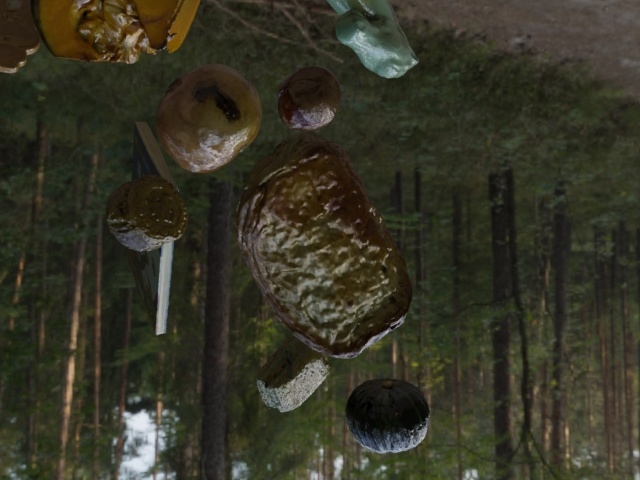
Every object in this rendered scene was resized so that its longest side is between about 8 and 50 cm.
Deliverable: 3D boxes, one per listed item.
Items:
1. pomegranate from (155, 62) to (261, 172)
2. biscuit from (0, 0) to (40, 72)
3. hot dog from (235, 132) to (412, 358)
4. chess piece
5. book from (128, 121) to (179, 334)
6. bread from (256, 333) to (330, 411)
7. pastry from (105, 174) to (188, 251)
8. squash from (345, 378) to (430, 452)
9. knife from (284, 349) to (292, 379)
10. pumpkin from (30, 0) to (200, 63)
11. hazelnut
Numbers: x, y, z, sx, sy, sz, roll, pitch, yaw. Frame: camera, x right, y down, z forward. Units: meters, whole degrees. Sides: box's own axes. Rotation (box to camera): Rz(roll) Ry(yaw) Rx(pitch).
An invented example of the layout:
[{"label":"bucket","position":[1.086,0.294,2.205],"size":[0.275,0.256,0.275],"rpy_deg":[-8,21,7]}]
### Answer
[{"label":"pomegranate","position":[-0.318,-0.352,1.812],"size":[0.322,0.322,0.322],"rpy_deg":[-1,178,0]},{"label":"biscuit","position":[-0.748,-0.503,1.517],"size":[0.143,0.236,0.040],"rpy_deg":[4,151,-19]},{"label":"hot dog","position":[0.000,0.001,0.737],"size":[0.175,0.259,0.114],"rpy_deg":[-32,-159,-13]},{"label":"chess piece","position":[0.065,-0.417,1.083],"size":[0.175,0.298,0.176],"rpy_deg":[-20,175,-2]},{"label":"book","position":[-0.406,-0.026,1.509],"size":[0.039,0.428,0.300],"rpy_deg":[-6,-141,-27]},{"label":"bread","position":[-0.076,0.367,1.733],"size":[0.102,0.138,0.196],"rpy_deg":[18,-129,44]},{"label":"pastry","position":[-0.230,-0.035,0.840],"size":[0.057,0.097,0.109],"rpy_deg":[-18,170,36]},{"label":"squash","position":[0.169,0.439,1.593],"size":[0.218,0.173,0.218],"rpy_deg":[1,176,0]},{"label":"knife","position":[-0.071,0.281,1.434],"size":[0.010,0.023,0.170],"rpy_deg":[-42,-169,3]},{"label":"pumpkin","position":[-0.374,-0.465,1.194],"size":[0.303,0.257,0.225],"rpy_deg":[-1,-167,-1]},{"label":"hazelnut","position":[-0.025,-0.314,1.414],"size":[0.143,0.154,0.143],"rpy_deg":[31,166,9]}]
